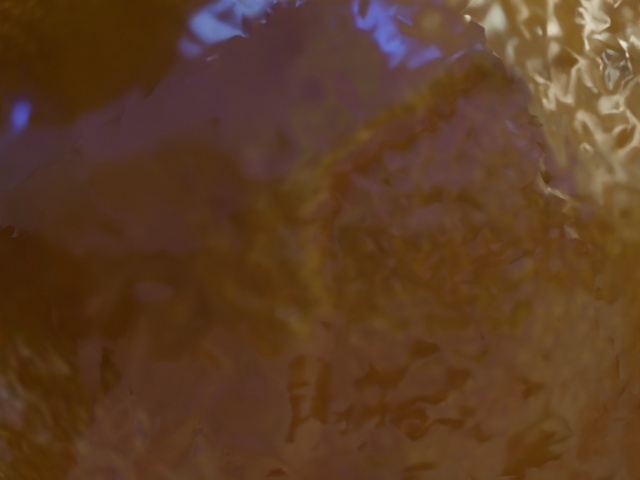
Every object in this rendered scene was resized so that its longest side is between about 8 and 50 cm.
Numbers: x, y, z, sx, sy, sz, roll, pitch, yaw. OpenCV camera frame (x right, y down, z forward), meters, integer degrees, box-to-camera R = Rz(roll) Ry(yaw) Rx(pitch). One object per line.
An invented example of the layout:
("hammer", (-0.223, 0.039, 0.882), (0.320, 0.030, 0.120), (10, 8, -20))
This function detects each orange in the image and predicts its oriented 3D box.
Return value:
("orange", (0.000, 0.000, 0.537), (0.261, 0.261, 0.261), (0, -12, 0))
